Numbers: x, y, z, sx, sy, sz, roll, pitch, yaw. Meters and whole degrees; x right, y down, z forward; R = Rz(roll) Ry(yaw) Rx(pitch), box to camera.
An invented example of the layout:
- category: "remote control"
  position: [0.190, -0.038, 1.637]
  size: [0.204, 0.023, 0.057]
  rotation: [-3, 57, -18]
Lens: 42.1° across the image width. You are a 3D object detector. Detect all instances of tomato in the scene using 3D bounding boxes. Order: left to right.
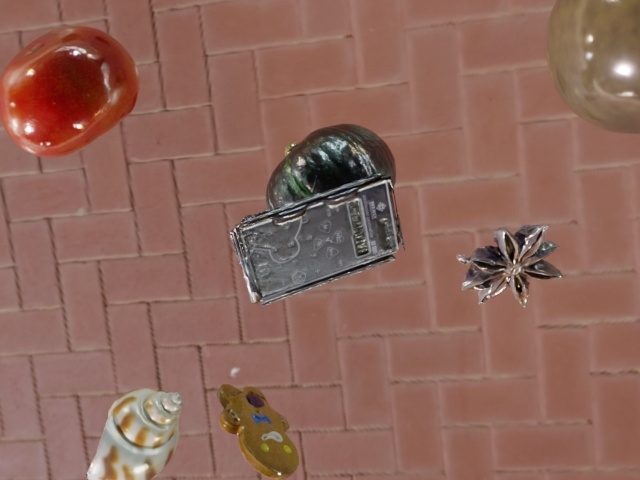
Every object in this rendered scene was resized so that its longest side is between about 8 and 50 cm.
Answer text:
- category: "tomato"
  position: [-0.341, -0.203, 1.115]
  size: [0.195, 0.195, 0.136]
  rotation: [-20, 125, 14]

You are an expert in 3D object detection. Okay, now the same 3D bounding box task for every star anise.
- category: "star anise"
  position: [0.362, 0.042, 1.640]
  size: [0.262, 0.081, 0.230]
  rotation: [12, 134, -26]

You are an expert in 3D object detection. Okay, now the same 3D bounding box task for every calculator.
- category: "calculator"
  position: [0.000, 0.000, 1.346]
  size: [0.274, 0.028, 0.165]
  rotation: [-20, 119, -10]

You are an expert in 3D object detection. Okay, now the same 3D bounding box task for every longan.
- category: "longan"
  position: [0.505, -0.289, 1.229]
  size: [0.350, 0.288, 0.288]
  rotation: [23, 104, 28]

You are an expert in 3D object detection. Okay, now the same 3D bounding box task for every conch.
- category: "conch"
  position: [-0.358, 0.388, 1.651]
  size: [0.149, 0.182, 0.275]
  rotation: [19, 119, -2]

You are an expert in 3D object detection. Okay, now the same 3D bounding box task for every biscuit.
- category: "biscuit"
  position: [-0.124, 0.388, 1.705]
  size: [0.039, 0.180, 0.236]
  rotation: [-51, 51, 21]

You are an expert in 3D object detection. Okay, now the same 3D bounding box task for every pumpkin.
- category: "pumpkin"
  position: [0.014, -0.137, 1.894]
  size: [0.315, 0.315, 0.238]
  rotation: [-41, 81, 15]
